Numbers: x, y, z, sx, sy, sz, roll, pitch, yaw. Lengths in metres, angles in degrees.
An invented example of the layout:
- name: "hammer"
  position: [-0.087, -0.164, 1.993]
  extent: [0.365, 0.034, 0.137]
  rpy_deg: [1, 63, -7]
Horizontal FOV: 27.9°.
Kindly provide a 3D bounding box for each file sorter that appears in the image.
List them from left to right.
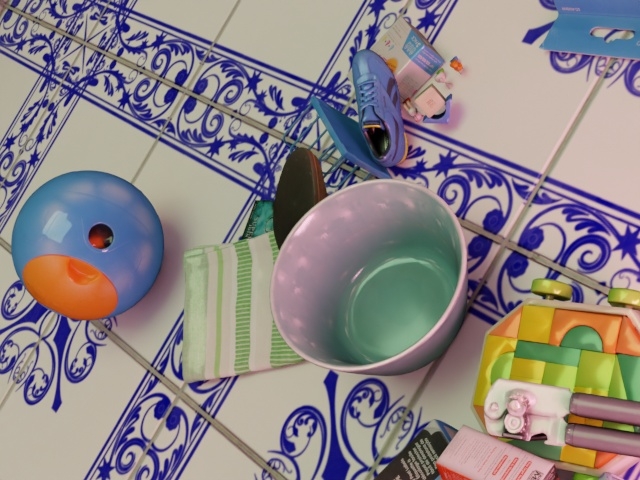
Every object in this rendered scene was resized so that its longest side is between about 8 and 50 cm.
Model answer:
- name: "file sorter"
  position: [0.022, -0.143, 2.211]
  extent: [0.104, 0.118, 0.170]
  rpy_deg: [-46, 42, 19]

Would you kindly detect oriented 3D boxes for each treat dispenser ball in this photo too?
- name: "treat dispenser ball"
  position: [-0.442, 0.009, 2.454]
  extent: [0.288, 0.288, 0.288]
  rpy_deg: [-24, 51, 34]

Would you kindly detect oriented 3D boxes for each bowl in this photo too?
- name: "bowl"
  position: [0.096, 0.079, 1.936]
  extent: [0.311, 0.163, 0.312]
  rpy_deg: [-12, 59, 21]

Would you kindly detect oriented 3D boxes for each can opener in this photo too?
- name: "can opener"
  position: [0.334, 0.224, 1.594]
  extent: [0.280, 0.093, 0.074]
  rpy_deg: [4, 80, 31]

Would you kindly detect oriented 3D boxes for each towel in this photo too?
- name: "towel"
  position: [-0.115, 0.105, 2.223]
  extent: [0.324, 0.038, 0.248]
  rpy_deg: [-13, 70, 36]

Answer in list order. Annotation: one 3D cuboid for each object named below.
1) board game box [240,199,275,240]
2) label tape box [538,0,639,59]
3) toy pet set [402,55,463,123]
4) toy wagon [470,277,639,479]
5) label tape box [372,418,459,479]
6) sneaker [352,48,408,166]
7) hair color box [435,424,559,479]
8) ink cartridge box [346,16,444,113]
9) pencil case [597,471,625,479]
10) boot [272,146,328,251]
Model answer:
- name: "board game box"
  position: [-0.100, 0.017, 2.307]
  extent: [0.126, 0.026, 0.186]
  rpy_deg: [3, 69, 46]
- name: "label tape box"
  position: [0.470, -0.455, 1.953]
  extent: [0.249, 0.115, 0.348]
  rpy_deg: [17, 77, 49]
- name: "toy pet set"
  position: [0.201, -0.236, 2.150]
  extent: [0.122, 0.065, 0.114]
  rpy_deg: [-41, 9, 16]
- name: "toy wagon"
  position: [0.359, 0.191, 1.676]
  extent: [0.344, 0.068, 0.267]
  rpy_deg: [5, 79, 41]
- name: "label tape box"
  position: [0.123, 0.450, 1.759]
  extent: [0.334, 0.106, 0.241]
  rpy_deg: [-47, 41, 13]
- name: "sneaker"
  position: [0.093, -0.225, 2.155]
  extent: [0.069, 0.082, 0.209]
  rpy_deg: [-17, 82, 23]
- name: "hair color box"
  position: [0.227, 0.298, 1.661]
  extent: [0.141, 0.043, 0.072]
  rpy_deg: [20, 57, 37]
- name: "ink cartridge box"
  position: [0.117, -0.286, 2.244]
  extent: [0.181, 0.061, 0.104]
  rpy_deg: [-47, 42, 15]
- name: "pencil case"
  position: [0.312, 0.415, 1.581]
  extent: [0.124, 0.113, 0.273]
  rpy_deg: [42, 100, 17]
- name: "boot"
  position: [0.000, 0.000, 2.100]
  extent: [0.112, 0.115, 0.305]
  rpy_deg: [-20, 73, 54]
